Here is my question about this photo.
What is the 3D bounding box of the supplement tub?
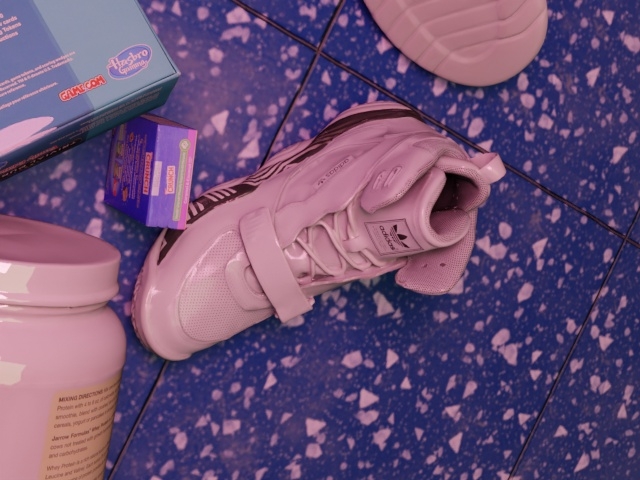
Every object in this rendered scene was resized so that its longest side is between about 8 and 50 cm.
[{"bbox_3d":[-0.288,0.151,0.964,0.236,0.235,0.324,6,100,-31],"label":"supplement tub"}]

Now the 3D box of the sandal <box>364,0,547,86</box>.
[{"bbox_3d":[0.084,-0.315,1.129,0.416,0.169,0.102,43,40,-32],"label":"sandal"}]

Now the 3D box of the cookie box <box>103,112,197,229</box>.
[{"bbox_3d":[-0.154,-0.065,1.060,0.040,0.107,0.091,3,102,-31],"label":"cookie box"}]

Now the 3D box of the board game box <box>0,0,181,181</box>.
[{"bbox_3d":[-0.298,-0.203,0.870,0.254,0.079,0.336,-28,87,-21],"label":"board game box"}]

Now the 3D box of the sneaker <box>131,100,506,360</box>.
[{"bbox_3d":[0.000,0.000,1.106,0.366,0.210,0.137,-37,118,-17],"label":"sneaker"}]
